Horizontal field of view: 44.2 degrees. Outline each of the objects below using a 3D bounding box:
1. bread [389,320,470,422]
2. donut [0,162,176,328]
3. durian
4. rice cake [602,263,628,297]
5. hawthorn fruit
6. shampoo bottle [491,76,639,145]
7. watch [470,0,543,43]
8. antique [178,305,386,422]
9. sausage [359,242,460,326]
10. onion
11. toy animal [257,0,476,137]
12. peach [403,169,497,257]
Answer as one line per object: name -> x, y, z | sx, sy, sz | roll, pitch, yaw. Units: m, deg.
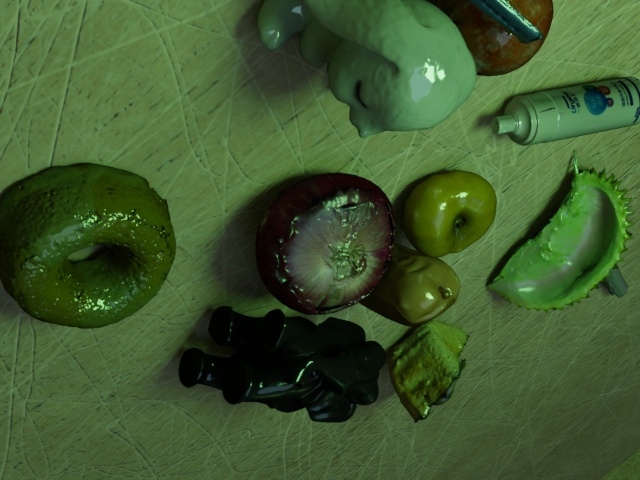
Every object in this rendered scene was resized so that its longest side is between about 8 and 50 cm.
bread -> 0.218, 0.256, 1.659 | 0.174, 0.133, 0.251 | -50, 180, 22
donut -> -0.327, 0.023, 1.121 | 0.272, 0.107, 0.272 | -19, 138, -18
durian -> 0.502, 0.010, 1.596 | 0.170, 0.157, 0.355 | 16, 120, -22
rice cake -> 0.659, 0.062, 1.816 | 0.055, 0.049, 0.270 | -49, 137, -4
hawthorn fruit -> 0.245, -0.314, 1.118 | 0.173, 0.173, 0.172 | -17, 136, -18
shampoo bottle -> 0.428, -0.223, 1.373 | 0.304, 0.092, 0.092 | -12, 134, -22
watch -> 0.157, -0.391, 0.955 | 0.275, 0.068, 0.276 | 2, 85, -35
antique -> -0.053, 0.208, 1.361 | 0.255, 0.322, 0.185 | 20, 76, -38
sausage -> 0.141, 0.074, 1.368 | 0.136, 0.241, 0.120 | -42, 118, -11
onion -> 0.006, 0.000, 1.267 | 0.248, 0.161, 0.248 | -26, 139, -25
toy animal -> 0.079, -0.248, 1.002 | 0.272, 0.265, 0.206 | 25, 111, -42
peach -> 0.227, -0.045, 1.405 | 0.179, 0.103, 0.179 | -18, 139, -16
